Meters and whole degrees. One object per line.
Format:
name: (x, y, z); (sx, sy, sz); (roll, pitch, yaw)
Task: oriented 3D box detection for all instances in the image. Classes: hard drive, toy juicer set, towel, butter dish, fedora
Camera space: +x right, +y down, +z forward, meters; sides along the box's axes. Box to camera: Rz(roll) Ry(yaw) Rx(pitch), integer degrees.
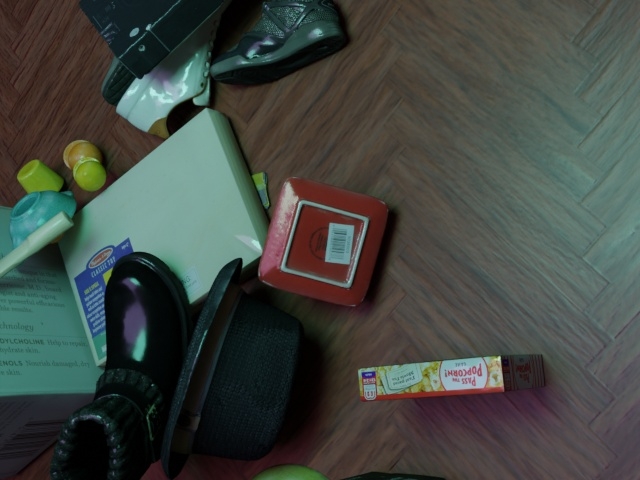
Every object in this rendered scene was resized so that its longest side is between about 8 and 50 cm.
hard drive: (-0.216, -0.431, 1.425); (0.339, 0.064, 0.237); (-44, 45, 3)
toy juicer set: (-0.448, -0.046, 1.537); (0.209, 0.089, 0.329); (-25, 36, 18)
towel: (-0.117, -0.074, 1.438); (0.083, 0.009, 0.060); (-12, 79, 31)
butter dish: (0.000, 0.000, 1.298); (0.159, 0.118, 0.160); (15, 92, -7)
fedora: (-0.112, 0.198, 1.294); (0.152, 0.334, 0.334); (18, 95, 0)

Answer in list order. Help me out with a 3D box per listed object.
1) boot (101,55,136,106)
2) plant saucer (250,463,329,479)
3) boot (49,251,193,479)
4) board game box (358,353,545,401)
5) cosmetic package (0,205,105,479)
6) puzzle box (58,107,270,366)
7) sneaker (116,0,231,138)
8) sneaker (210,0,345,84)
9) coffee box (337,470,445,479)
boot: (-0.334, -0.366, 1.579); (0.161, 0.083, 0.247); (35, 96, 36)
plant saucer: (-0.050, 0.453, 1.322); (0.240, 0.037, 0.241); (-4, 83, 33)
boot: (-0.297, 0.205, 1.333); (0.131, 0.260, 0.348); (-7, 97, 23)
board game box: (0.168, 0.174, 1.146); (0.193, 0.146, 0.045); (-11, 79, 32)
cosmetic package: (-0.630, 0.179, 1.556); (0.329, 0.327, 0.394); (-40, 64, 23)
puzzle box: (-0.269, 0.003, 1.497); (0.409, 0.052, 0.272); (-33, 69, 28)
sneaker: (-0.207, -0.297, 1.489); (0.123, 0.106, 0.290); (36, 96, -8)
sneaker: (-0.075, -0.326, 1.396); (0.227, 0.087, 0.130); (-20, 72, 27)
coffee box: (0.076, 0.461, 1.162); (0.118, 0.168, 0.297); (-3, 84, 33)
